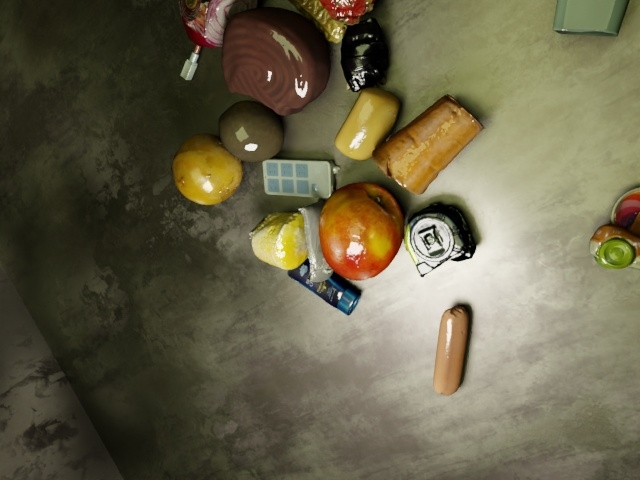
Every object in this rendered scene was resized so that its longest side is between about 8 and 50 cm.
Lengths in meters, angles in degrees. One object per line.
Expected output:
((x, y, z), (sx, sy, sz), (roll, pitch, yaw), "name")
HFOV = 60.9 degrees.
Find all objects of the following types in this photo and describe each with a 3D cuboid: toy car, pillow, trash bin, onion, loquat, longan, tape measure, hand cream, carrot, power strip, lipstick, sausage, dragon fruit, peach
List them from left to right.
((-0.427, -0.601, 1.817), (0.030, 0.030, 0.129), (40, 119, 13), "lipstick")
((-0.367, -0.230, 1.778), (0.235, 0.235, 0.235), (8, 108, 26), "loquat")
((-0.329, -0.712, 1.641), (0.207, 0.216, 0.206), (53, 137, 17), "onion")
((-0.218, -0.341, 1.693), (0.198, 0.198, 0.212), (-45, 74, 30), "longan")
((-0.067, -0.201, 1.735), (0.270, 0.046, 0.118), (6, 107, 25), "power strip")
((0.000, 0.000, 1.687), (0.059, 0.169, 0.255), (-2, 100, 34), "pillow")
((0.007, 0.138, 1.794), (0.270, 0.061, 0.120), (35, 122, 24), "hand cream")
((0.074, -0.657, 1.450), (0.223, 0.218, 0.148), (5, 122, 26), "dragon fruit")
((0.109, -0.026, 1.581), (0.281, 0.238, 0.281), (13, 114, 31), "peach")
((0.286, -0.269, 1.458), (0.196, 0.196, 0.254), (46, 114, 9), "carrot")
((0.324, -0.007, 1.551), (0.199, 0.112, 0.186), (-28, 88, 29), "tape measure")
((0.389, 0.332, 1.625), (0.086, 0.086, 0.289), (12, 111, 24), "sausage")
((0.613, -0.622, 1.162), (0.158, 0.223, 0.344), (12, 111, 24), "trash bin")
((0.783, -0.018, 1.304), (0.235, 0.145, 0.235), (-1, 88, 21), "toy car")

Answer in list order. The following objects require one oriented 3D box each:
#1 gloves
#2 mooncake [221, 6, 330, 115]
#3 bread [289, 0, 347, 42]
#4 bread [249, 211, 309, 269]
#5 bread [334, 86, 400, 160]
((0.124, -0.490, 1.521), (0.164, 0.124, 0.203), (-9, 92, 48), "gloves")
((-0.149, -0.520, 1.598), (0.334, 0.174, 0.326), (-30, 99, 40), "mooncake")
((-0.054, -0.708, 1.565), (0.077, 0.084, 0.367), (-40, 80, -10), "bread")
((-0.113, -0.009, 1.738), (0.170, 0.197, 0.197), (13, 110, 31), "bread")
((0.138, -0.320, 1.534), (0.217, 0.147, 0.098), (-63, 35, 30), "bread")
